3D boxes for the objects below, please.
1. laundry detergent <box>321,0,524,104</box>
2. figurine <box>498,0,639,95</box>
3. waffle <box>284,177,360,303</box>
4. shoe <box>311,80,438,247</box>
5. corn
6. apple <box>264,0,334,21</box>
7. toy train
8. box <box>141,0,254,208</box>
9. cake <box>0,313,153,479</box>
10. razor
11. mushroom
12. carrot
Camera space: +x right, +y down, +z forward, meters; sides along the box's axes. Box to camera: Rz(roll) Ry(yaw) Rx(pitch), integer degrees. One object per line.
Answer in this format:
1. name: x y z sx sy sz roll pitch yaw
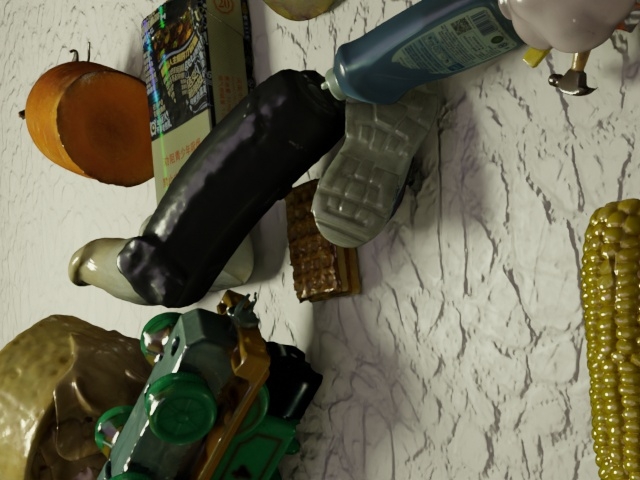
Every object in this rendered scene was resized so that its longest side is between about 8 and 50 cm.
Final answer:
1. laundry detergent: 0.091 -0.186 0.876 0.206 0.097 0.061 -21 67 28
2. figurine: 0.207 -0.241 0.751 0.137 0.112 0.228 -11 80 32
3. waffle: 0.001 0.000 1.110 0.102 0.042 0.148 -18 76 55
4. shoe: 0.069 -0.091 0.987 0.099 0.125 0.227 20 83 17
5. corn: 0.259 0.119 0.696 0.106 0.106 0.305 -17 76 54
6. apple: -0.056 -0.372 1.122 0.265 0.120 0.193 40 132 50
7. toy train: -0.140 0.257 1.155 0.429 0.249 0.178 -61 23 17
8. box: -0.178 -0.203 1.323 0.198 0.084 0.310 -15 79 55
9. cake: -0.318 0.300 1.357 0.321 0.332 0.332 17 107 22
10. razor: -0.101 -0.062 1.065 0.107 0.189 0.327 44 106 7
11. mushroom: -0.254 0.028 1.367 0.397 0.177 0.126 -20 59 56
12. carrot: -0.402 -0.214 1.540 0.331 0.193 0.214 21 145 57
